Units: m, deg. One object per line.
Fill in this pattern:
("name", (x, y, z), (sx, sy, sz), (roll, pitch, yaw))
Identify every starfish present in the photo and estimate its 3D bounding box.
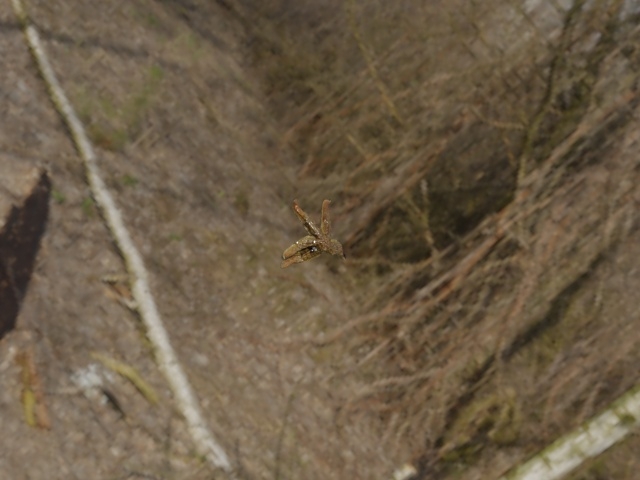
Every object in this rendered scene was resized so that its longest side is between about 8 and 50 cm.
("starfish", (0.004, -0.002, 1.593), (0.130, 0.133, 0.041), (29, -16, -35))
